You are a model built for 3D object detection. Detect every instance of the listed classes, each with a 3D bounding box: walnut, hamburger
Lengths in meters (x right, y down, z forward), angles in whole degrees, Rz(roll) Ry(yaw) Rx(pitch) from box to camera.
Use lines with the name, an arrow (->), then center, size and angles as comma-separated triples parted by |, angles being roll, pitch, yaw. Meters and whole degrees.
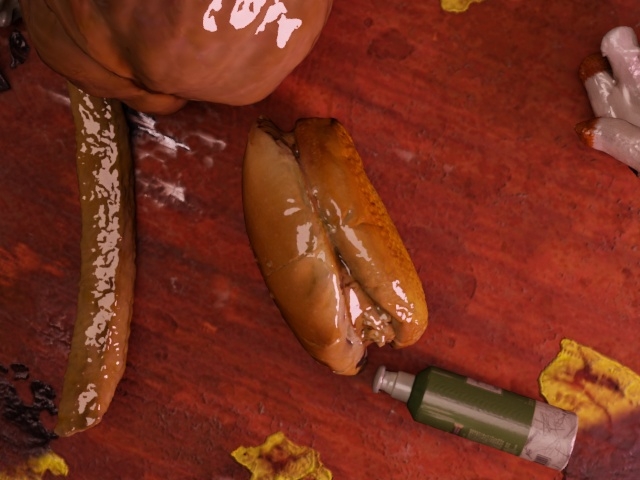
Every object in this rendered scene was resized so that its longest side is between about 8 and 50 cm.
walnut -> -0.131, -0.294, 0.878 | 0.306, 0.306, 0.343 | 3, 87, 7
hamburger -> 0.000, 0.000, 0.929 | 0.144, 0.156, 0.282 | -25, 90, 8

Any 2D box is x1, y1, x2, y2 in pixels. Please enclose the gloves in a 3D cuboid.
gloves -> 0.342, -0.108, 0.911 | 0.140, 0.131, 0.218 | -49, 54, 7

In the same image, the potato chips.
potato chips -> -0.232, -0.002, 1.000 | 0.057, 0.080, 0.406 | -1, 86, 20

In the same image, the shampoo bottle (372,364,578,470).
shampoo bottle -> 0.151, 0.171, 0.959 | 0.205, 0.065, 0.065 | 18, 93, 6

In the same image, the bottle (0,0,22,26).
bottle -> -0.425, -0.330, 1.018 | 0.270, 0.083, 0.083 | 36, 95, 9

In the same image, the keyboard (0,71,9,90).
keyboard -> -0.535, -0.140, 1.036 | 0.381, 0.041, 0.103 | -21, 131, 2
